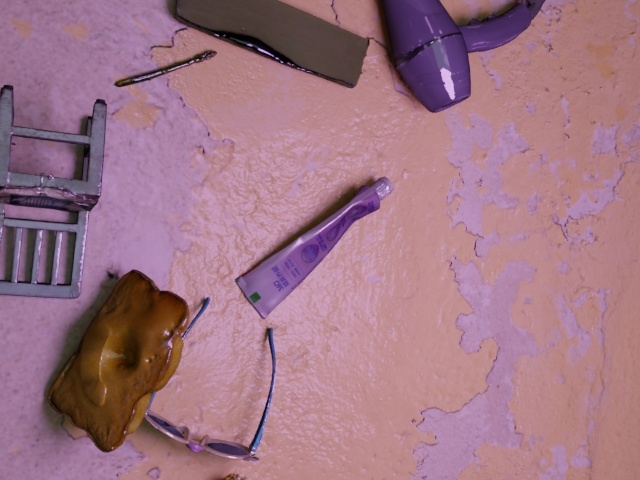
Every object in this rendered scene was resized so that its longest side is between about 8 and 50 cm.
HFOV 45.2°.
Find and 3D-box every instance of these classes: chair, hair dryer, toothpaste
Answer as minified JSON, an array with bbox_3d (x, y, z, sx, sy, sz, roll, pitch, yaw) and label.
[{"bbox_3d":[-0.374,-0.056,1.041,0.136,0.147,0.270,7,86,-22],"label":"chair"},{"bbox_3d":[0.257,-0.400,1.335,0.361,0.121,0.301,-21,89,-30],"label":"hair dryer"},{"bbox_3d":[0.000,0.000,1.241,0.301,0.048,0.075,-40,131,-11],"label":"toothpaste"}]

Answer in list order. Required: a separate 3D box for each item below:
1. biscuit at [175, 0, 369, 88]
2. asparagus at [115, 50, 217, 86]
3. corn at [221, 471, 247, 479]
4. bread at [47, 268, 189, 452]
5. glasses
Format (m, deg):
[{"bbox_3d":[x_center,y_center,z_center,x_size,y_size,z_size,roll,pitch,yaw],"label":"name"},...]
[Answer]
[{"bbox_3d":[-0.075,-0.331,1.219,0.322,0.038,0.099,16,80,-20],"label":"biscuit"},{"bbox_3d":[-0.232,-0.260,1.169,0.166,0.013,0.016,-23,109,-20],"label":"asparagus"},{"bbox_3d":[-0.191,0.450,1.135,0.244,0.093,0.093,-36,102,-18],"label":"corn"},{"bbox_3d":[-0.270,0.167,1.083,0.233,0.161,0.088,-61,154,0],"label":"bread"},{"bbox_3d":[-0.161,0.218,1.181,0.190,0.088,0.220,26,60,-19],"label":"glasses"}]
